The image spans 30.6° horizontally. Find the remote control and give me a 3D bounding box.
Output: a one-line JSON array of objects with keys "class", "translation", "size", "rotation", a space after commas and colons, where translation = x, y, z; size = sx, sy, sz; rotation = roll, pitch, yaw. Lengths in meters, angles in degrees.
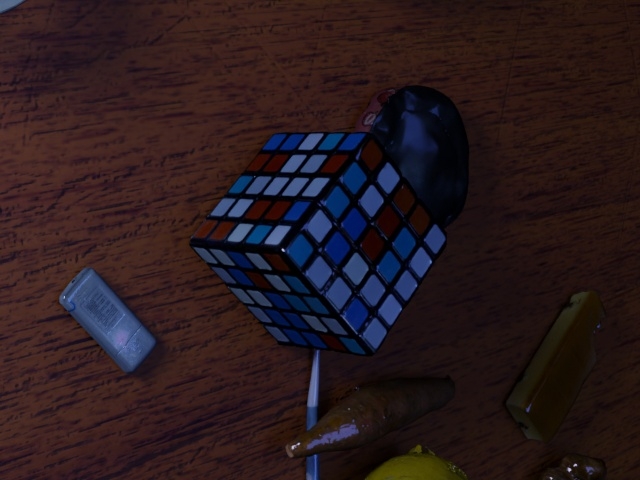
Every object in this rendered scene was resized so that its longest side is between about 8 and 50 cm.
[{"class": "remote control", "translation": [-0.225, 0.086, 1.247], "size": [0.053, 0.018, 0.124], "rotation": [-53, 123, -26]}]

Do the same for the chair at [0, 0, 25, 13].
[{"class": "chair", "translation": [-0.352, -0.353, 1.020], "size": [0.203, 0.190, 0.275], "rotation": [-32, 140, -33]}]

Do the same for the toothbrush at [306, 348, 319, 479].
[{"class": "toothbrush", "translation": [-0.011, 0.223, 1.430], "size": [0.025, 0.019, 0.276], "rotation": [-2, 93, -35]}]

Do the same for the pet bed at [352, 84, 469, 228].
[{"class": "pet bed", "translation": [0.118, -0.104, 1.499], "size": [0.201, 0.053, 0.201], "rotation": [-3, 95, -40]}]

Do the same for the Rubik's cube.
[{"class": "Rubik's cube", "translation": [0.000, 0.000, 1.323], "size": [0.182, 0.184, 0.187], "rotation": [51, 61, -29]}]

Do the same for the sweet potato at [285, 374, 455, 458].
[{"class": "sweet potato", "translation": [0.079, 0.206, 1.468], "size": [0.314, 0.066, 0.072], "rotation": [-17, 98, -48]}]

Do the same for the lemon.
[{"class": "lemon", "translation": [0.119, 0.352, 1.449], "size": [0.173, 0.173, 0.206], "rotation": [24, 57, -38]}]

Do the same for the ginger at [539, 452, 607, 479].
[{"class": "ginger", "translation": [0.383, 0.371, 1.733], "size": [0.103, 0.073, 0.162], "rotation": [-43, 124, -15]}]

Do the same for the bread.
[{"class": "bread", "translation": [0.353, 0.181, 1.710], "size": [0.226, 0.049, 0.088], "rotation": [-52, 122, -26]}]
